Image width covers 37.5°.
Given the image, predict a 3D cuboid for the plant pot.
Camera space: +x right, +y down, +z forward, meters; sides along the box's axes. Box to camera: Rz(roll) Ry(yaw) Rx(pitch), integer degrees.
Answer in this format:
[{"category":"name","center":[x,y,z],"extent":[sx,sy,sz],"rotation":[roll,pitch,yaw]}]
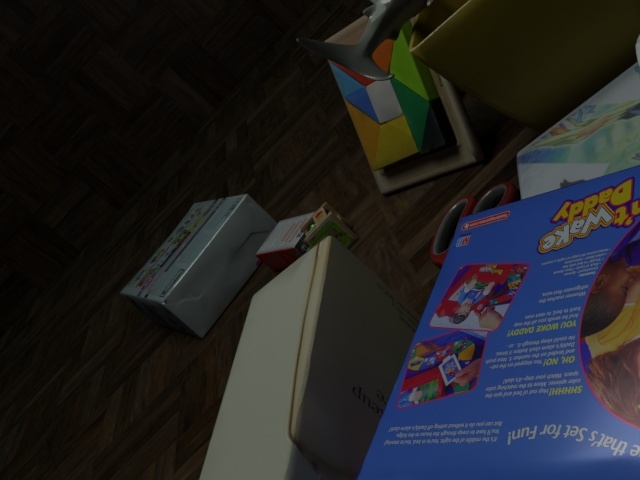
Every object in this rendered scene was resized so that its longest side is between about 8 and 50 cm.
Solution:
[{"category":"plant pot","center":[0.239,-0.237,0.981],"extent":[0.212,0.187,0.212],"rotation":[-38,19,30]}]

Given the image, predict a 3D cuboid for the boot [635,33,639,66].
[{"category":"boot","center":[0.310,-0.174,0.753],"extent":[0.086,0.069,0.190],"rotation":[-36,19,40]}]

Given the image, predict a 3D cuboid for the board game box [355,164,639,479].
[{"category":"board game box","center":[0.194,0.061,0.561],"extent":[0.347,0.078,0.233],"rotation":[-17,40,52]}]

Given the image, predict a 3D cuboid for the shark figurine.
[{"category":"shark figurine","center":[0.088,-0.280,0.936],"extent":[0.278,0.116,0.166],"rotation":[-45,16,5]}]

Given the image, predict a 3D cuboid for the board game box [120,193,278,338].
[{"category":"board game box","center":[-0.209,0.040,1.612],"extent":[0.224,0.097,0.303],"rotation":[-52,19,-15]}]

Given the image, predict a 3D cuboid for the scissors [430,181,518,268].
[{"category":"scissors","center":[0.130,0.047,0.923],"extent":[0.109,0.021,0.297],"rotation":[-28,27,42]}]

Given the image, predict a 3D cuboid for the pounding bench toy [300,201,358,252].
[{"category":"pounding bench toy","center":[0.000,0.000,1.269],"extent":[0.083,0.052,0.065],"rotation":[-46,17,7]}]

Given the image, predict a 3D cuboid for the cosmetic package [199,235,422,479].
[{"category":"cosmetic package","center":[0.009,0.151,0.752],"extent":[0.113,0.160,0.309],"rotation":[-39,21,25]}]

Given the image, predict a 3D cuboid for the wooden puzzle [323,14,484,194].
[{"category":"wooden puzzle","center":[0.090,-0.176,1.176],"extent":[0.044,0.220,0.239],"rotation":[-24,3,-27]}]

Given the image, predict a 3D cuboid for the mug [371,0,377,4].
[{"category":"mug","center":[0.169,-0.541,1.499],"extent":[0.328,0.374,0.276],"rotation":[-48,1,23]}]

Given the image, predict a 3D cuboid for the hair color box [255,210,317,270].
[{"category":"hair color box","center":[-0.035,0.002,1.363],"extent":[0.072,0.043,0.141],"rotation":[-55,17,-19]}]

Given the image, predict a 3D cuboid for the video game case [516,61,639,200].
[{"category":"video game case","center":[0.303,-0.092,0.770],"extent":[0.329,0.036,0.300],"rotation":[-39,19,27]}]
